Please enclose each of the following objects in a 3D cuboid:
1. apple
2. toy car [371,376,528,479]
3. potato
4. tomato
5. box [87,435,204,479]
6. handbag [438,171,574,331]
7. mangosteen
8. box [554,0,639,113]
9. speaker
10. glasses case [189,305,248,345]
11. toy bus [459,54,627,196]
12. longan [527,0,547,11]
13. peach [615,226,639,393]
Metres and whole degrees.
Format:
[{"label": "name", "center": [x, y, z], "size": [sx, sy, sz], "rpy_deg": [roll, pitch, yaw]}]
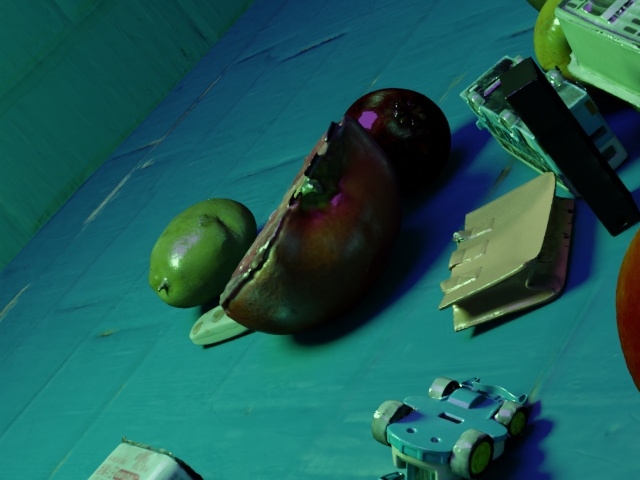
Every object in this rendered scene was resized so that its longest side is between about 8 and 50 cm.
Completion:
[{"label": "apple", "center": [0.384, -0.281, 1.760], "size": [0.182, 0.183, 0.155], "rpy_deg": [-20, 4, 43]}, {"label": "toy car", "center": [0.137, 0.208, 1.315], "size": [0.126, 0.098, 0.161], "rpy_deg": [17, 25, 36]}, {"label": "potato", "center": [-0.205, 0.026, 2.197], "size": [0.174, 0.159, 0.251], "rpy_deg": [-58, -7, 37]}, {"label": "tomato", "center": [0.005, -0.002, 1.843], "size": [0.335, 0.176, 0.289], "rpy_deg": [-61, 8, -19]}, {"label": "box", "center": [-0.303, 0.414, 1.605], "size": [0.370, 0.112, 0.190], "rpy_deg": [-50, 23, -23]}, {"label": "handbag", "center": [0.228, 0.014, 1.575], "size": [0.157, 0.059, 0.212], "rpy_deg": [-27, 22, 30]}, {"label": "mangosteen", "center": [0.107, -0.140, 1.987], "size": [0.199, 0.200, 0.200], "rpy_deg": [-35, 20, 15]}, {"label": "box", "center": [0.436, -0.246, 1.530], "size": [0.220, 0.166, 0.290], "rpy_deg": [-41, 33, -3]}, {"label": "speaker", "center": [0.290, -0.108, 1.487], "size": [0.044, 0.218, 0.082], "rpy_deg": [-35, 19, 17]}, {"label": "glasses case", "center": [-0.145, 0.126, 2.032], "size": [0.164, 0.041, 0.063], "rpy_deg": [-22, 27, 42]}, {"label": "toy bus", "center": [0.293, -0.162, 1.728], "size": [0.106, 0.131, 0.297], "rpy_deg": [-40, 19, 2]}, {"label": "longan", "center": [0.417, -0.447, 1.916], "size": [0.297, 0.297, 0.297], "rpy_deg": [-35, 20, 15]}, {"label": "peach", "center": [0.332, 0.065, 0.978], "size": [0.201, 0.258, 0.361], "rpy_deg": [-40, 22, -18]}]
